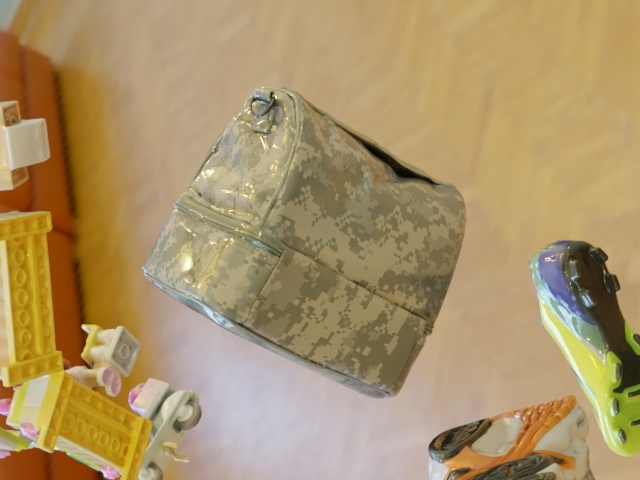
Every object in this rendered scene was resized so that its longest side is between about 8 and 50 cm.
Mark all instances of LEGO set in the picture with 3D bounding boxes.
[{"bbox_3d":[-0.184,0.054,0.973,0.107,0.287,0.132,1,44,32],"label":"LEGO set"}]

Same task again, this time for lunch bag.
[{"bbox_3d":[0.000,0.000,1.763,0.212,0.305,0.256,26,87,54],"label":"lunch bag"}]

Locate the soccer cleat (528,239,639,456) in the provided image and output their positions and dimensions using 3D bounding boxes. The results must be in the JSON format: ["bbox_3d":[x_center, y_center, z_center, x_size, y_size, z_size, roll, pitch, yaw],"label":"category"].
[{"bbox_3d":[0.346,0.135,2.068,0.121,0.093,0.289,-8,104,58],"label":"soccer cleat"}]

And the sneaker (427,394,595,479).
[{"bbox_3d":[0.088,0.156,0.721,0.099,0.121,0.262,-20,3,23],"label":"sneaker"}]
